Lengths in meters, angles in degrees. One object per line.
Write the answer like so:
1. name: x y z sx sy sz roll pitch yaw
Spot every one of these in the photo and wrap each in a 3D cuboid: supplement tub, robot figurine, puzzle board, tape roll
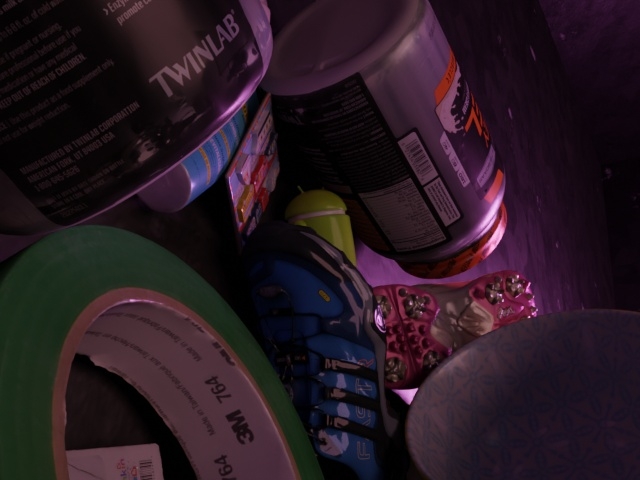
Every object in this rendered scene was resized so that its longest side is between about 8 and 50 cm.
1. supplement tub: 0.085 -0.109 0.814 0.316 0.193 0.194 53 37 -39
2. robot figurine: 0.000 0.000 0.748 0.101 0.067 0.115 -2 81 -56
3. puzzle board: -0.059 -0.063 0.683 0.096 0.011 0.128 87 15 -45
4. supplement tub: -0.185 -0.184 0.340 0.338 0.207 0.207 58 34 -32
5. tape roll: -0.091 0.149 0.410 0.321 0.077 0.321 55 15 -23

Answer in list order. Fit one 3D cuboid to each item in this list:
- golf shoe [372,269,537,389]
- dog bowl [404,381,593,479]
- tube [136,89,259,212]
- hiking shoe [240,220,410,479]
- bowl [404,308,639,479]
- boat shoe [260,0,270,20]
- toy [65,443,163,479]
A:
1. golf shoe: 0.106 0.103 0.839 0.306 0.140 0.115 -3 84 -32
2. dog bowl: 0.238 0.261 0.871 0.104 0.265 0.265 -15 93 -60
3. tube: -0.093 -0.088 0.642 0.207 0.052 0.080 -57 144 -59
4. hiking shoe: 0.001 0.131 0.651 0.132 0.113 0.304 -46 118 -56
5. bowl: 0.237 0.205 0.674 0.289 0.289 0.156 -52 127 -55
6. boat shoe: -0.131 -0.245 0.571 0.158 0.127 0.341 35 42 -43
7. toy: -0.164 0.187 0.390 0.237 0.056 0.137 22 53 -61
